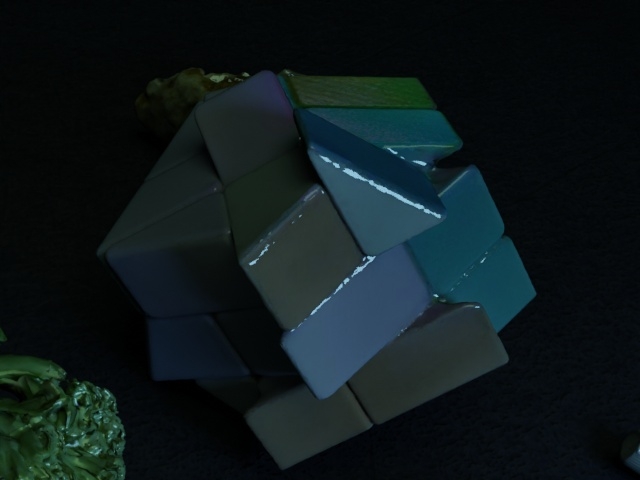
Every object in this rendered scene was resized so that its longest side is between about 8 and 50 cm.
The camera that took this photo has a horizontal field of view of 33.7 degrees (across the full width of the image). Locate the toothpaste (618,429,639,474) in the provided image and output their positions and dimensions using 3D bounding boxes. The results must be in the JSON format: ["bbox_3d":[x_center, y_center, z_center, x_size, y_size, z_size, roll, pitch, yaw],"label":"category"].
[{"bbox_3d":[0.459,0.291,1.171,0.282,0.068,0.099,27,77,-4],"label":"toothpaste"}]

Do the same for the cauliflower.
[{"bbox_3d":[-0.307,0.168,0.863,0.275,0.272,0.250,-8,87,-41],"label":"cauliflower"}]

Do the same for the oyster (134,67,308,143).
[{"bbox_3d":[-0.051,-0.117,1.279,0.341,0.166,0.110,28,39,-17],"label":"oyster"}]

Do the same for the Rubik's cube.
[{"bbox_3d":[0.000,0.000,1.075,0.368,0.358,0.387,-7,40,32],"label":"Rubik's cube"}]
